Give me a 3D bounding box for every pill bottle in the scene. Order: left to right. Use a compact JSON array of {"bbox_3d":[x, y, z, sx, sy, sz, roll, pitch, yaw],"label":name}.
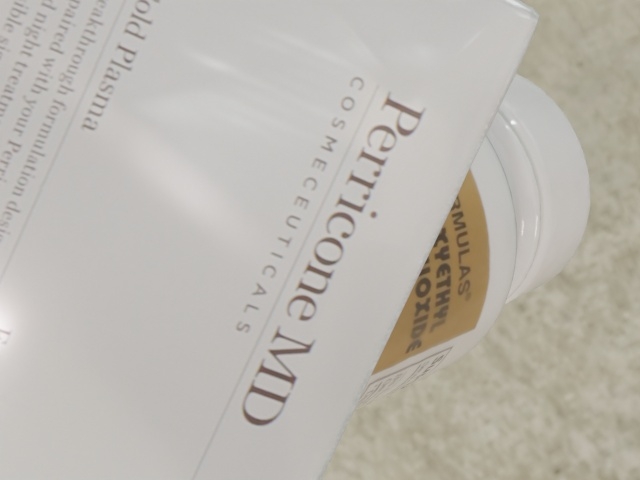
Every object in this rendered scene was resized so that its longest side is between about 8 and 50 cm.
[{"bbox_3d":[0.000,0.000,0.604,0.131,0.131,0.229,25,29,36],"label":"pill bottle"}]

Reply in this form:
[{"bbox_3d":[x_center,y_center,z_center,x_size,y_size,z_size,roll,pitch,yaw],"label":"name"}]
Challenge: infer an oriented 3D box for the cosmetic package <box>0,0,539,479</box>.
[{"bbox_3d":[-0.159,0.056,0.358,0.377,0.284,0.097,-64,21,6],"label":"cosmetic package"}]
